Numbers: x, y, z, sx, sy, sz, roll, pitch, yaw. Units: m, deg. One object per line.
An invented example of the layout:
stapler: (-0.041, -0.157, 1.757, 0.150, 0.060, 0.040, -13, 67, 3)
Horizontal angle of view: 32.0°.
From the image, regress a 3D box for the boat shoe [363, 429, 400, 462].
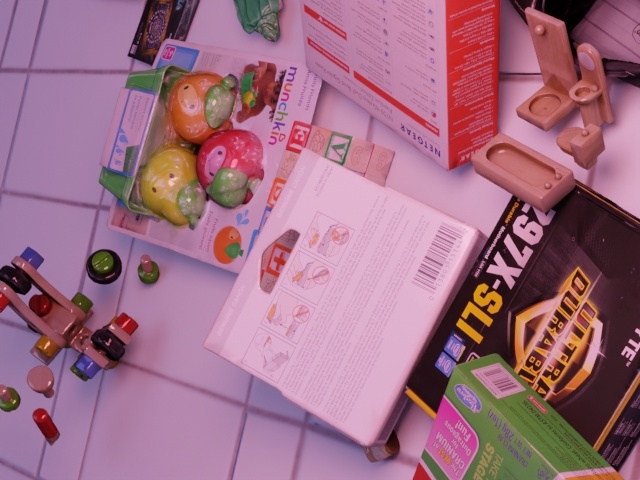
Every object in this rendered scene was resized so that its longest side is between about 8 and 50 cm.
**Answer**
boat shoe: (0.055, 0.222, 1.439, 0.045, 0.050, 0.135, -39, 54, 25)

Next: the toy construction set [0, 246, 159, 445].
toy construction set: (-0.418, 0.185, 1.838, 0.237, 0.257, 0.309, 95, -174, -63)

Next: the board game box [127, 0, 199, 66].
board game box: (-0.266, -0.394, 1.948, 0.126, 0.026, 0.186, 27, 98, 45)

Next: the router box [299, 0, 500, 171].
router box: (0.087, -0.296, 1.402, 0.335, 0.082, 0.301, 43, 150, 42)

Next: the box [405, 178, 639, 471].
box: (0.264, 0.108, 1.241, 0.257, 0.079, 0.322, 42, 109, 45)

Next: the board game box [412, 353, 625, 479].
board game box: (0.193, 0.318, 1.178, 0.242, 0.064, 0.317, 46, 134, 40)

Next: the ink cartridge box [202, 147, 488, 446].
ink cartridge box: (0.030, 0.068, 1.408, 0.261, 0.066, 0.296, 28, 92, 23)

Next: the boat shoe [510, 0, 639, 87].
boat shoe: (0.304, -0.264, 1.274, 0.127, 0.113, 0.340, -54, 47, 21)

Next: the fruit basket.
fruit basket: (-0.176, -0.136, 1.691, 0.353, 0.165, 0.327, 18, 92, 43)

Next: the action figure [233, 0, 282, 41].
action figure: (-0.100, -0.402, 1.756, 0.137, 0.063, 0.232, -35, 52, 31)

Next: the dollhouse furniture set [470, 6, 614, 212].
dollhouse furniture set: (0.239, -0.146, 1.228, 0.151, 0.123, 0.144, -39, 45, -13)

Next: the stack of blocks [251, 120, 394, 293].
stack of blocks: (0.000, 0.000, 1.527, 0.171, 0.087, 0.297, 21, 94, 46)
